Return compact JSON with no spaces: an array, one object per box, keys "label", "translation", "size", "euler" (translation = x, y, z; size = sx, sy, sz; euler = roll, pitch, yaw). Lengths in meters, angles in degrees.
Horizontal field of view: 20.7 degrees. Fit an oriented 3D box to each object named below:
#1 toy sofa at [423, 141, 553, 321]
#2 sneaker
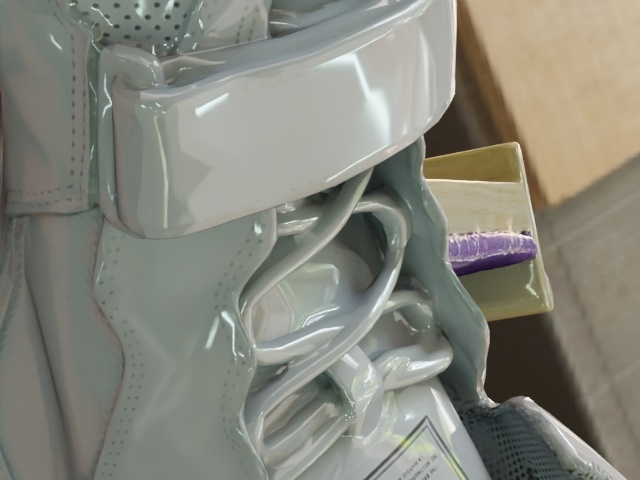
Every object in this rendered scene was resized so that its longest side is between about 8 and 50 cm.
[{"label":"toy sofa","translation":[0.025,0.035,1.034],"size":[0.362,0.150,0.177],"euler":[-3,82,-70]},{"label":"sneaker","translation":[0.000,0.000,0.400],"size":[0.137,0.366,0.210],"euler":[-33,72,-36]}]
